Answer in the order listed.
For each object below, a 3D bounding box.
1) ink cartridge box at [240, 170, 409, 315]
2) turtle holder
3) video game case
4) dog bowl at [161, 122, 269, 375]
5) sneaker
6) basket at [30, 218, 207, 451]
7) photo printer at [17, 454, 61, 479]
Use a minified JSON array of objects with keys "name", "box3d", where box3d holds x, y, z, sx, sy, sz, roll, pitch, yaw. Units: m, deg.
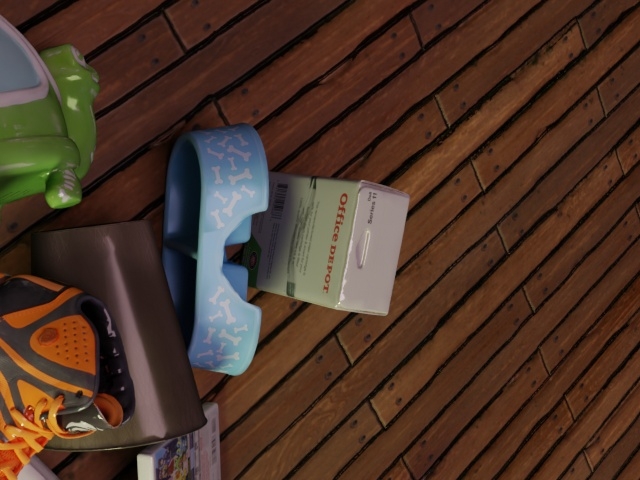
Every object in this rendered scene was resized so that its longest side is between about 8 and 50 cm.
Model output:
[{"name":"ink cartridge box","box3d":[0.000,0.000,1.156,0.087,0.208,0.153,11,90,-39]},{"name":"turtle holder","box3d":[-0.333,-0.116,0.864,0.320,0.243,0.227,-18,91,-25]},{"name":"video game case","box3d":[-0.165,0.318,1.134,0.183,0.023,0.201,-28,119,-70]},{"name":"dog bowl","box3d":[-0.130,0.011,1.094,0.074,0.166,0.297,0,97,-27]},{"name":"sneaker","box3d":[-0.282,0.182,0.859,0.124,0.180,0.321,63,38,-65]},{"name":"basket","box3d":[-0.231,0.095,1.021,0.154,0.204,0.227,-15,100,-68]},{"name":"photo printer","box3d":[-0.362,0.353,0.992,0.256,0.107,0.307,-46,122,-24]}]
